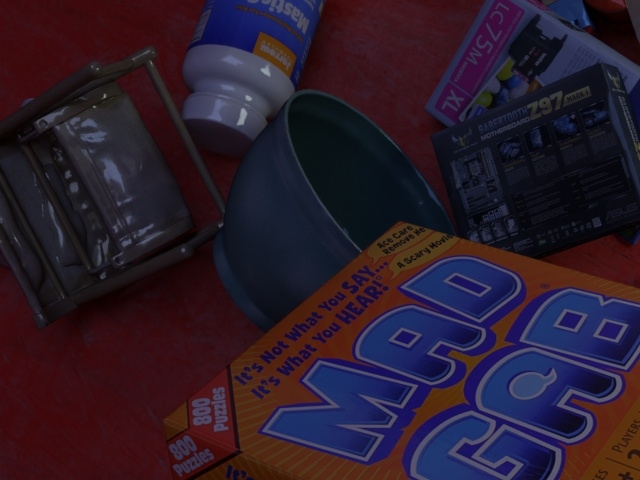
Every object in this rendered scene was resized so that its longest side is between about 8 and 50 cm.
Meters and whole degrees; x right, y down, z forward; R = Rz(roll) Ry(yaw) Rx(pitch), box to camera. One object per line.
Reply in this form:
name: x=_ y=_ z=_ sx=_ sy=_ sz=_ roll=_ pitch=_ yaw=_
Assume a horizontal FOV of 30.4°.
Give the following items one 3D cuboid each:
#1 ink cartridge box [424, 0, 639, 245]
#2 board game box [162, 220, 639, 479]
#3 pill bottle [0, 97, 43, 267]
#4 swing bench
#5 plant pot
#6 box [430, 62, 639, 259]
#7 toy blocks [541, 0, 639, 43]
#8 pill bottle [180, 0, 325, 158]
ink cartridge box: x=0.291 y=-0.152 z=1.413 sx=0.311 sy=0.065 sz=0.186 roll=39 pitch=114 yaw=23
board game box: x=0.131 y=0.253 z=1.037 sx=0.356 sy=0.356 sz=0.356 roll=17 pitch=38 yaw=31
pill bottle: x=-0.394 y=-0.077 z=1.572 sx=0.117 sy=0.117 sz=0.215 roll=10 pitch=71 yaw=18
swing bench: x=-0.279 y=-0.065 z=1.449 sx=0.254 sy=0.165 sz=0.253 roll=-24 pitch=96 yaw=24
plant pot: x=0.000 y=0.000 z=1.370 sx=0.196 sy=0.293 sz=0.293 roll=-40 pitch=60 yaw=25
box: x=0.258 y=-0.078 z=1.364 sx=0.232 sy=0.059 sz=0.183 roll=-22 pitch=79 yaw=32
toy blocks: x=0.415 y=-0.342 z=1.440 sx=0.381 sy=0.191 sz=0.261 roll=-22 pitch=71 yaw=26
pill bottle: x=-0.093 y=-0.252 z=1.550 sx=0.152 sy=0.152 sz=0.272 roll=10 pitch=70 yaw=18
